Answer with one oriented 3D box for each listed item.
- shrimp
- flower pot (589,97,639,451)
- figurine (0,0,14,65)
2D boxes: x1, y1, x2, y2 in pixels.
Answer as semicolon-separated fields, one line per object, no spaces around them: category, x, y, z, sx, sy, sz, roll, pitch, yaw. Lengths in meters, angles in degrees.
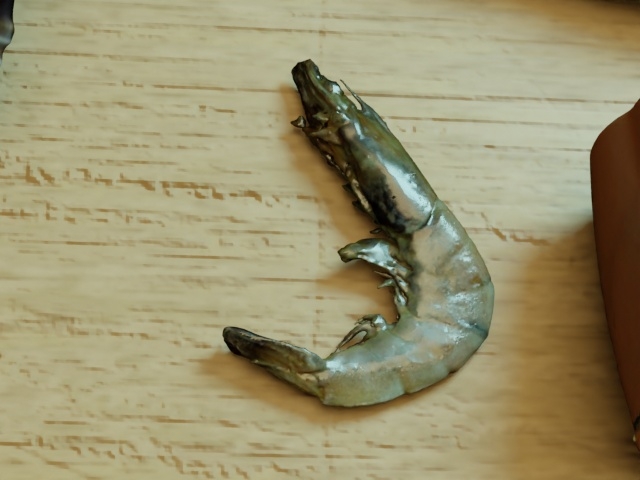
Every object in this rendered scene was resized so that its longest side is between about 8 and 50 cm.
shrimp;-0.001;0.001;0.929;0.148;0.035;0.195;-30;77;-15
flower pot;0.226;0.009;0.888;0.191;0.190;0.173;-8;57;-10
figurine;-0.308;-0.221;0.870;0.323;0.196;0.320;4;54;-23
